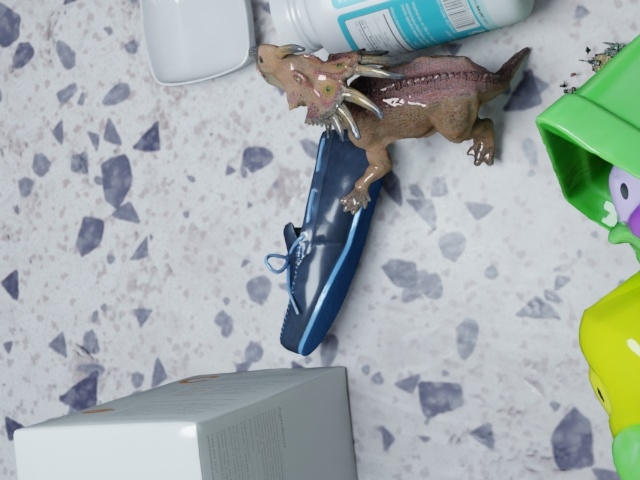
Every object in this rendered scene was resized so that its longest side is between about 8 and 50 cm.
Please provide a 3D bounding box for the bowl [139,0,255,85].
[{"bbox_3d":[-0.140,-0.258,1.343,0.142,0.053,0.142,-9,88,25],"label":"bowl"}]

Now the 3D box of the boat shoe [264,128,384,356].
[{"bbox_3d":[0.000,0.000,1.275,0.089,0.109,0.258,19,84,15],"label":"boat shoe"}]

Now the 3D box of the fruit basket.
[{"bbox_3d":[0.307,0.023,0.982,0.283,0.392,0.392,35,106,19],"label":"fruit basket"}]

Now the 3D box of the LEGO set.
[{"bbox_3d":[0.289,-0.177,1.172,0.083,0.023,0.054,-23,81,37],"label":"LEGO set"}]

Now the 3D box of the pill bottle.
[{"bbox_3d":[0.082,-0.272,1.190,0.264,0.146,0.146,-11,88,24],"label":"pill bottle"}]

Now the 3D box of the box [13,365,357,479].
[{"bbox_3d":[-0.126,0.246,1.201,0.215,0.345,0.168,-7,90,25],"label":"box"}]

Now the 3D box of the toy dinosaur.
[{"bbox_3d":[0.091,-0.146,1.137,0.295,0.200,0.127,-16,65,-3],"label":"toy dinosaur"}]
